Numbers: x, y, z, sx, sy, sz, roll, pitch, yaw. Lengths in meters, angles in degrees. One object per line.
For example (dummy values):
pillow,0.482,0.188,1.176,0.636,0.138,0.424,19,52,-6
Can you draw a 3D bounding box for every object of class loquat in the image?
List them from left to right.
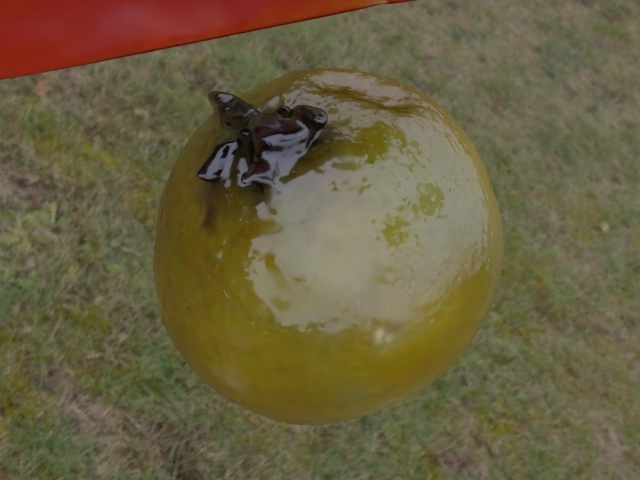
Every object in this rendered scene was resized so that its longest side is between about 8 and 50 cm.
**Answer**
loquat,0.000,0.000,0.636,0.244,0.244,0.244,15,56,-23

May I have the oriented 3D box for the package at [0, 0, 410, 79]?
package,-0.076,-0.203,0.483,0.423,0.196,0.123,-12,43,-11
